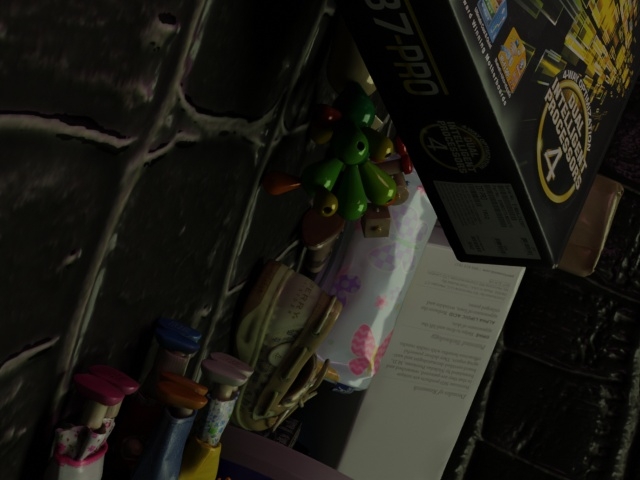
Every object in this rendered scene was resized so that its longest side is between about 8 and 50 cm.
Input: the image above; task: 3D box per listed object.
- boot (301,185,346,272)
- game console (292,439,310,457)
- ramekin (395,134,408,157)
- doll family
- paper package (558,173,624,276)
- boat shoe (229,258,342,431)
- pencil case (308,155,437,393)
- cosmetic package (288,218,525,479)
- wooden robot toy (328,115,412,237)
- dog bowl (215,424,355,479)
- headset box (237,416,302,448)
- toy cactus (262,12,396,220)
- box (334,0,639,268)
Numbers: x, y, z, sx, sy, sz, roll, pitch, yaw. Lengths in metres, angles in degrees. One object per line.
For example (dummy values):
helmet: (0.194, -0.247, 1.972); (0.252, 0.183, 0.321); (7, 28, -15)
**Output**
boot: (0.000, 0.000, 1.542); (0.118, 0.042, 0.087); (-58, 169, -49)
game console: (-0.048, 0.292, 1.875); (0.107, 0.071, 0.122); (-42, 154, -71)
ramekin: (0.167, -0.082, 2.065); (0.277, 0.135, 0.277); (23, 90, -81)
doll family: (-0.111, 0.165, 0.987); (0.263, 0.118, 0.163); (-31, 142, -77)
paper package: (0.329, -0.072, 2.459); (0.309, 0.325, 0.168); (-1, 112, -80)
boat shoe: (-0.036, 0.124, 1.455); (0.285, 0.089, 0.104); (97, 17, -62)
pencil case: (0.043, 0.031, 1.652); (0.113, 0.124, 0.273); (28, -84, 59)
cosmetic package: (0.092, 0.146, 1.849); (0.217, 0.156, 0.385); (-122, -133, -61)
wooden robot toy: (0.053, -0.090, 1.525); (0.079, 0.076, 0.173); (-102, 176, -49)
dog bowl: (-0.026, 0.266, 1.288); (0.104, 0.265, 0.265); (-62, 170, -18)
headset box: (-0.065, 0.226, 1.632); (0.083, 0.062, 0.032); (-58, 166, -53)
toy cactus: (0.019, -0.108, 1.275); (0.219, 0.112, 0.180); (5, 88, -79)
box: (0.126, -0.222, 1.018); (0.318, 0.097, 0.395); (-63, 141, -33)
